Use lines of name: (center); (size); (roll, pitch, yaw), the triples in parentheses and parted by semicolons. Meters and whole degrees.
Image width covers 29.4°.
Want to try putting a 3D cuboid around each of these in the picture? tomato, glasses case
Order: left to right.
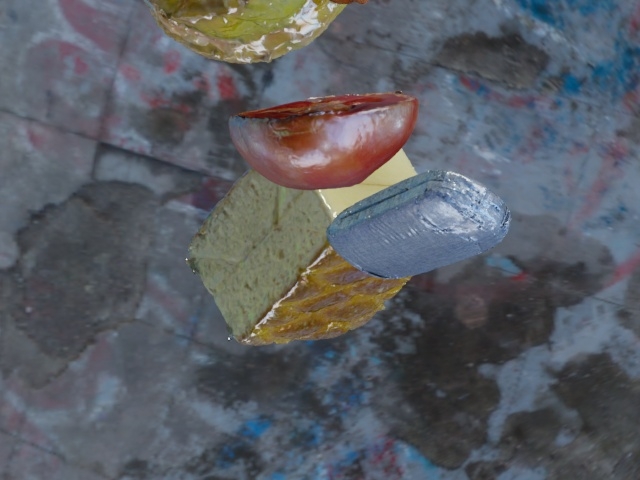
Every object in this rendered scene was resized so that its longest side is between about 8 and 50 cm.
tomato: (0.007, -0.076, 0.967); (0.156, 0.155, 0.069); (-3, 102, 22)
glasses case: (0.102, -0.013, 1.353); (0.109, 0.282, 0.067); (33, 64, -17)

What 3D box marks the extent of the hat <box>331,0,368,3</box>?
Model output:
hat: (0.044, -0.390, 0.897); (0.285, 0.285, 0.400); (14, 55, 22)

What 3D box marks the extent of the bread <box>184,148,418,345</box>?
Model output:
bread: (0.000, 0.000, 1.785); (0.279, 0.279, 0.207); (-47, 59, 30)

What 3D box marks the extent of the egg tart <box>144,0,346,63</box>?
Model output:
egg tart: (-0.090, -0.293, 1.102); (0.288, 0.118, 0.288); (12, 116, 25)
